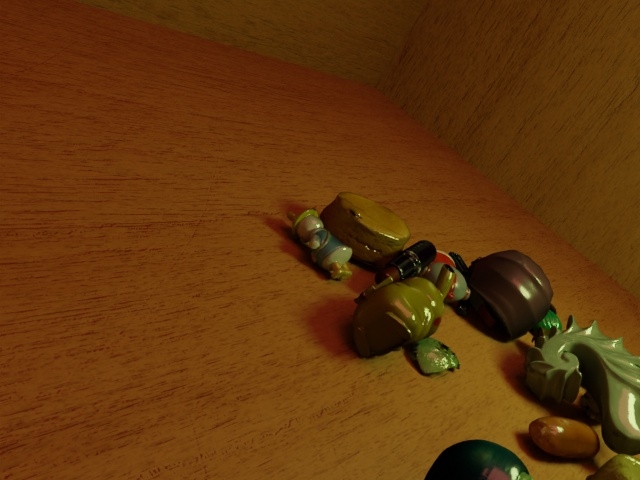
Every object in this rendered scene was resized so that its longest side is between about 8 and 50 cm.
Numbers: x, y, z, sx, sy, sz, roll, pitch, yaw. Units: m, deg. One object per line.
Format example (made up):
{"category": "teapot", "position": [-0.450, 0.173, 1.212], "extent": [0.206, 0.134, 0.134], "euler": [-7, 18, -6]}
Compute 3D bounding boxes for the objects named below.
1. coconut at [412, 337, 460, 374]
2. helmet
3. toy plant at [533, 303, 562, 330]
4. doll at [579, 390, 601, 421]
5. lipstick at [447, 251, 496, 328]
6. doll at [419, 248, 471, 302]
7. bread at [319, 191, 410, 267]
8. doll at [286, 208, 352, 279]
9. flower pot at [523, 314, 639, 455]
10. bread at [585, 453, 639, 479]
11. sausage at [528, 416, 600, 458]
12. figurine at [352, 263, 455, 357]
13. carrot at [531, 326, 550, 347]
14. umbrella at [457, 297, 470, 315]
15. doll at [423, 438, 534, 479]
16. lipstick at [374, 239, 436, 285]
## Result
{"category": "coconut", "position": [0.281, 0.278, 1.622], "extent": [0.133, 0.055, 0.158], "euler": [44, 24, 19]}
{"category": "helmet", "position": [0.598, 0.141, 2.039], "extent": [0.271, 0.197, 0.338], "euler": [52, 18, 5]}
{"category": "toy plant", "position": [0.722, 0.254, 2.177], "extent": [0.143, 0.105, 0.200], "euler": [18, 38, -19]}
{"category": "doll", "position": [0.816, 0.456, 1.897], "extent": [0.115, 0.105, 0.221], "euler": [32, 17, 24]}
{"category": "lipstick", "position": [0.479, 0.154, 2.108], "extent": [0.051, 0.051, 0.312], "euler": [25, 27, -32]}
{"category": "doll", "position": [0.369, 0.108, 2.017], "extent": [0.200, 0.105, 0.336], "euler": [30, 16, -10]}
{"category": "bread", "position": [0.127, -0.027, 1.901], "extent": [0.269, 0.142, 0.195], "euler": [24, 28, -17]}
{"category": "doll", "position": [0.000, 0.001, 1.746], "extent": [0.135, 0.099, 0.241], "euler": [-21, 53, -35]}
{"category": "flower pot", "position": [0.735, 0.372, 1.741], "extent": [0.254, 0.164, 0.367], "euler": [-31, 45, -25]}
{"category": "bread", "position": [0.715, 0.597, 1.446], "extent": [0.270, 0.148, 0.270], "euler": [29, 20, -11]}
{"category": "sausage", "position": [0.589, 0.474, 1.594], "extent": [0.238, 0.098, 0.098], "euler": [18, 28, -36]}
{"category": "figurine", "position": [0.188, 0.168, 1.575], "extent": [0.327, 0.218, 0.169], "euler": [-7, 74, -57]}
{"category": "carrot", "position": [0.769, 0.361, 2.018], "extent": [0.302, 0.114, 0.114], "euler": [25, 25, -13]}
{"category": "umbrella", "position": [0.438, 0.196, 2.010], "extent": [0.036, 0.031, 0.133], "euler": [36, 24, 4]}
{"category": "doll", "position": [0.243, 0.449, 1.075], "extent": [0.186, 0.198, 0.322], "euler": [28, 30, 20]}
{"category": "lipstick", "position": [0.235, 0.069, 1.821], "extent": [0.081, 0.081, 0.299], "euler": [40, 32, 15]}
